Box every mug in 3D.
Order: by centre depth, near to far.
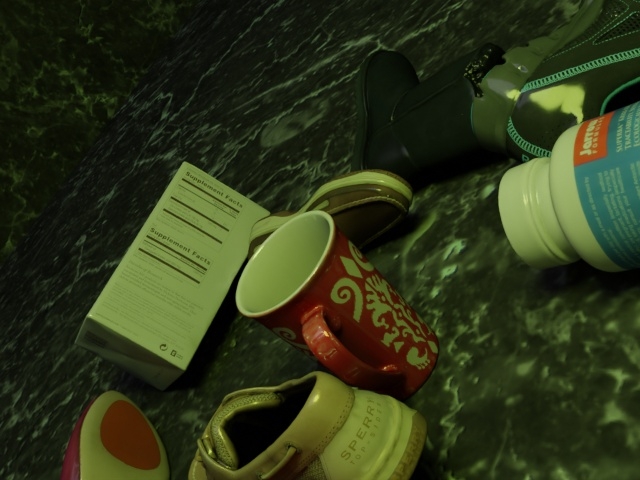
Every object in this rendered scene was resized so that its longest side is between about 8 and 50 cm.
[{"bbox_3d":[0.018,0.082,0.745,0.113,0.169,0.150,-24,36,36],"label":"mug"}]

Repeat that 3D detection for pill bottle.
[{"bbox_3d":[0.253,-0.045,0.632,0.222,0.124,0.124,-19,38,41],"label":"pill bottle"}]

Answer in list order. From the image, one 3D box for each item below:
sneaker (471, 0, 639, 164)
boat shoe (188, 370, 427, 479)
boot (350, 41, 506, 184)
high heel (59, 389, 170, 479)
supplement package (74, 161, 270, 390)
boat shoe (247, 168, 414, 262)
[{"bbox_3d":[0.301,-0.187,0.797,0.341,0.125,0.140,-48,55,-8],"label":"sneaker"},{"bbox_3d":[-0.047,0.174,0.732,0.341,0.110,0.121,-33,27,52],"label":"boat shoe"},{"bbox_3d":[0.138,-0.171,0.982,0.207,0.094,0.246,-27,40,39],"label":"boot"},{"bbox_3d":[-0.260,0.322,0.878,0.181,0.127,0.377,-46,23,15],"label":"high heel"},{"bbox_3d":[-0.189,0.047,1.077,0.244,0.134,0.139,-64,10,-29],"label":"supplement package"},{"bbox_3d":[0.006,0.004,0.962,0.257,0.095,0.095,-26,43,48],"label":"boat shoe"}]
